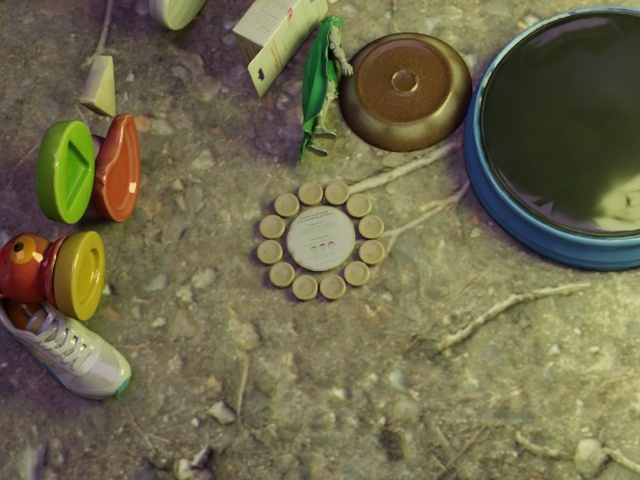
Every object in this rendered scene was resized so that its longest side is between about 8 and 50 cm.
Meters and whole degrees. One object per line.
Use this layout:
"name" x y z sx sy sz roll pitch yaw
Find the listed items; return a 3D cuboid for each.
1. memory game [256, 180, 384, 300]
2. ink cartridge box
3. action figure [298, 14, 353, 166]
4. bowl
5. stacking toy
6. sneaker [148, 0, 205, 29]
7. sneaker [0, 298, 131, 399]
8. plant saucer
"memory game" 0.000 0.000 1.668 0.186 0.012 0.186 -3 69 8
"ink cartridge box" -0.068 -0.314 1.744 0.062 0.104 0.181 31 77 18
"action figure" 0.007 -0.237 1.712 0.064 0.137 0.232 13 61 -11
"bowl" 0.395 -0.153 1.637 0.391 0.077 0.391 -3 69 7
"stacking toy" -0.355 -0.080 1.582 0.130 0.279 0.309 5 45 9
"sneaker" -0.247 -0.456 1.829 0.169 0.108 0.292 12 62 14
"sneaker" -0.363 0.141 1.622 0.229 0.092 0.087 31 75 16
"plant saucer" 0.123 -0.226 1.723 0.199 0.036 0.198 -2 70 6
